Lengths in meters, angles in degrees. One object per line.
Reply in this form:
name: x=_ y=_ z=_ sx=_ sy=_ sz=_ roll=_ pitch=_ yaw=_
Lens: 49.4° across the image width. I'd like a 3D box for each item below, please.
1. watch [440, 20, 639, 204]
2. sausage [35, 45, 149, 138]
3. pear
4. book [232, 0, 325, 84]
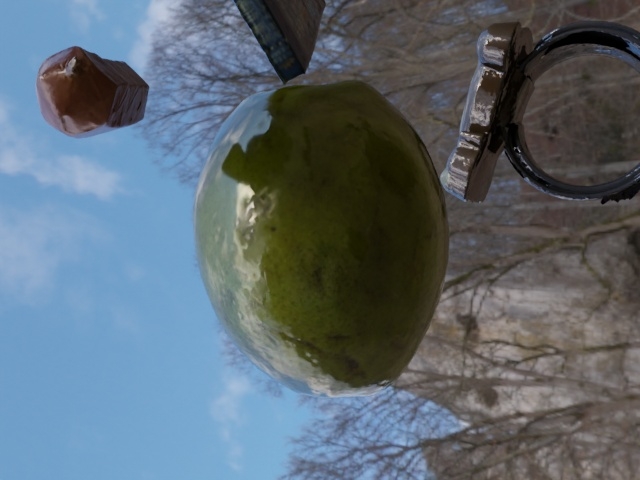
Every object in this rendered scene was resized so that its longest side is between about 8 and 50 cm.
watch: x=0.416 y=-0.188 z=1.179 sx=0.314 sy=0.327 sz=0.335 roll=1 pitch=-71 yaw=-67
sausage: x=-0.171 y=-0.110 z=0.528 sx=0.065 sy=0.169 sz=0.065 roll=-1 pitch=-78 yaw=-4
pear: x=0.000 y=0.000 z=0.675 sx=0.253 sy=0.253 sz=0.307 roll=-10 pitch=-72 yaw=-44
book: x=-0.117 y=-0.397 z=0.731 sx=0.428 sy=0.039 sz=0.300 roll=58 pitch=-160 yaw=-24
